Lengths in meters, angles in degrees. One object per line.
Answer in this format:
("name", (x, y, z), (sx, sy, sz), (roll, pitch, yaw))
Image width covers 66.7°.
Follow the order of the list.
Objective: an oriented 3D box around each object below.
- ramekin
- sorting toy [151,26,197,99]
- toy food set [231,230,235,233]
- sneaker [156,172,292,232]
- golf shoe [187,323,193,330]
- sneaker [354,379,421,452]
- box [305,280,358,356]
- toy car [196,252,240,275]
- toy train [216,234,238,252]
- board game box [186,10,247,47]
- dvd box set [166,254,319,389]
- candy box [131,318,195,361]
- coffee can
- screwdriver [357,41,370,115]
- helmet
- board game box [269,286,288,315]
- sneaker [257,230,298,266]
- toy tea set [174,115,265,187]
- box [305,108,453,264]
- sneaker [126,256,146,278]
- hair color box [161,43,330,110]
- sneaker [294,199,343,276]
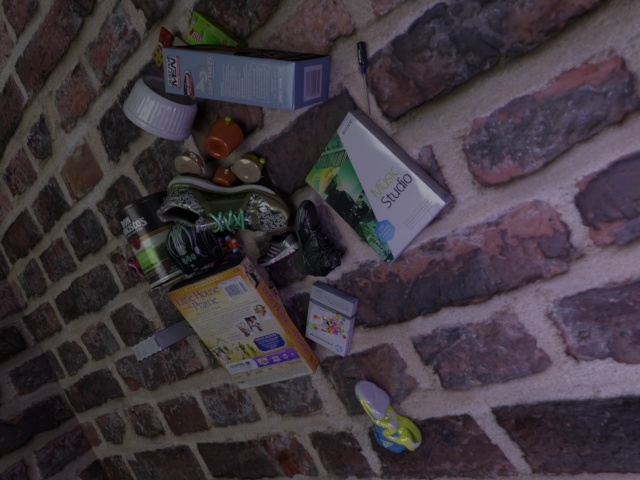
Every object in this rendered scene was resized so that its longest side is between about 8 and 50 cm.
("ramekin", (-0.467, -0.401, 1.450), (0.207, 0.207, 0.109), (42, 117, 16))
("sorting toy", (-0.394, -0.517, 1.447), (0.274, 0.046, 0.132), (40, 126, 17))
("toy food set", (-0.263, -0.082, 1.532), (0.078, 0.019, 0.122), (44, 126, 15))
("sneaker", (-0.285, -0.066, 1.403), (0.410, 0.182, 0.158), (10, 132, 13))
("golf shoe", (-0.398, 0.229, 1.663), (0.273, 0.105, 0.120), (-31, 61, 53))
("sneaker", (0.169, 0.518, 1.394), (0.240, 0.091, 0.126), (45, 128, 13))
("box", (0.030, 0.228, 1.421), (0.145, 0.038, 0.186), (23, 120, 28))
("toy car", (-0.299, 0.109, 1.568), (0.182, 0.159, 0.136), (-8, 65, 38))
("toy train", (-0.322, -0.026, 1.575), (0.166, 0.046, 0.125), (55, 136, 3))
("board game box", (-0.293, -0.554, 1.361), (0.181, 0.043, 0.092), (41, 127, 18))
("dvd box set", (-0.236, 0.267, 1.486), (0.307, 0.062, 0.420), (-22, 112, 28))
("candy box", (-0.600, 0.379, 1.858), (0.196, 0.165, 0.070), (-30, 87, 40))
("coffee can", (-0.540, -0.002, 1.648), (0.201, 0.201, 0.275), (-26, 91, 40))
("screwdriver", (0.102, -0.380, 1.151), (0.025, 0.024, 0.170), (-2, 110, 6))
("helmet", (-0.400, 0.012, 1.511), (0.169, 0.169, 0.161), (-22, 100, 39))
("board game box", (-0.166, 0.261, 1.572), (0.146, 0.045, 0.193), (-24, 93, 39))
("sneaker", (-0.132, 0.022, 1.448), (0.170, 0.063, 0.075), (-28, 90, 35))
("toy tea set", (-0.314, -0.238, 1.477), (0.336, 0.124, 0.200), (-21, 124, 36))
("box", (0.132, -0.129, 1.199), (0.322, 0.058, 0.232), (47, 127, 14))
("sneaker", (-0.721, 0.116, 1.934), (0.119, 0.047, 0.057), (38, 145, 21))
("hair color box", (-0.184, -0.413, 1.208), (0.374, 0.185, 0.114), (14, 118, 23))
("sneaker", (0.000, 0.000, 1.329), (0.130, 0.087, 0.227), (11, 116, 31))
